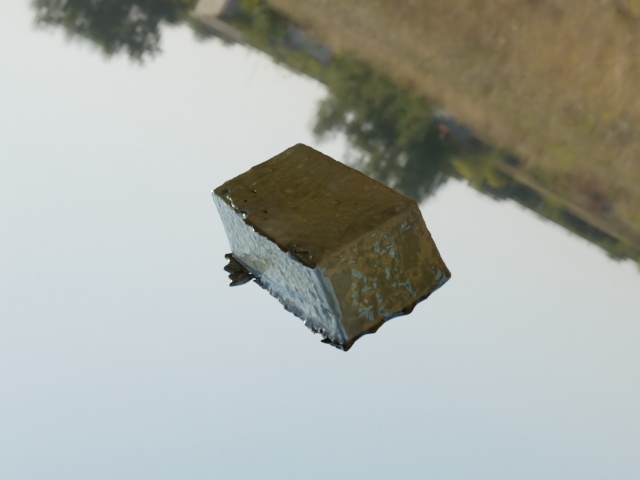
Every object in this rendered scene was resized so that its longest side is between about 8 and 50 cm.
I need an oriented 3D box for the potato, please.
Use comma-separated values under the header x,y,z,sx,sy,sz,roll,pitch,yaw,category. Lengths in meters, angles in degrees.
x,y,z,sx,sy,sz,roll,pitch,yaw,category
-0.001,-0.001,0.727,0.122,0.086,0.061,34,146,49,potato
